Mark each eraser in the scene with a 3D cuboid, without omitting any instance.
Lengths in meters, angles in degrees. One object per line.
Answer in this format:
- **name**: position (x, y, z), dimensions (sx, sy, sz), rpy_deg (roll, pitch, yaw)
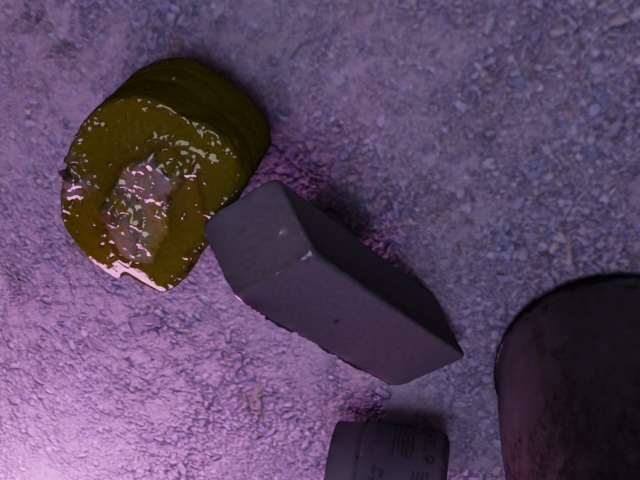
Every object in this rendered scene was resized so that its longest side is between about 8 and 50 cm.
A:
- **eraser**: position (0.025, 0.063, 0.843), dimensions (0.111, 0.077, 0.352), rpy_deg (-30, 136, 25)

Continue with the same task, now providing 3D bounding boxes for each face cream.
- **face cream**: position (0.089, 0.333, 0.980), dimensions (0.153, 0.177, 0.177), rpy_deg (4, 119, 12)

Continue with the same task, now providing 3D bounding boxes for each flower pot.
- **flower pot**: position (0.328, 0.237, 0.777), dimensions (0.293, 0.330, 0.294), rpy_deg (6, 118, 11)

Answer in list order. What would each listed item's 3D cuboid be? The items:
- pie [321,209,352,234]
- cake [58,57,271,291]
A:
- **pie**: position (0.000, 0.000, 0.911), dimensions (0.084, 0.020, 0.084), rpy_deg (7, 120, 12)
- **cake**: position (-0.182, -0.072, 0.840), dimensions (0.179, 0.156, 0.260), rpy_deg (34, 123, -7)
